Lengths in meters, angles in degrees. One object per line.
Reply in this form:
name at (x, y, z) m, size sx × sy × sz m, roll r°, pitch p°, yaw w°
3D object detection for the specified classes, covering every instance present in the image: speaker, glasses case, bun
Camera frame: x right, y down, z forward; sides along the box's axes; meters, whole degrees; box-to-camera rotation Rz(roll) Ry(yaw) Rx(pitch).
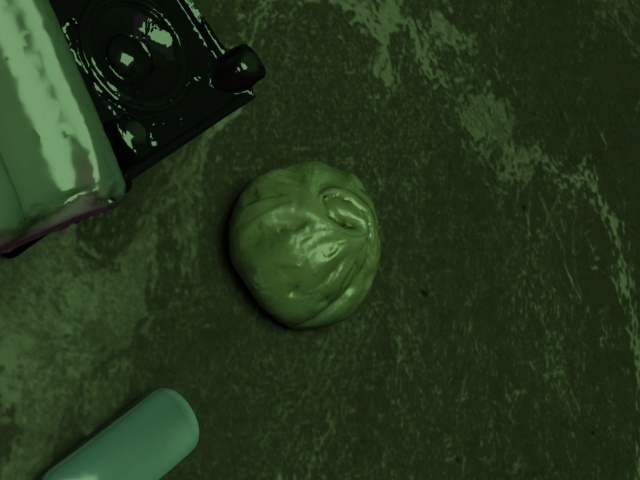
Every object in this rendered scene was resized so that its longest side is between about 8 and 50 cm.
speaker at (-0.220, -0.143, 1.244) m, size 0.184 × 0.254 × 0.232 m, roll -39°, pitch 100°, yaw -42°
glasses case at (-0.179, 0.197, 1.289) m, size 0.178 × 0.045 × 0.067 m, roll -37°, pitch 98°, yaw -41°
bun at (0.000, 0.000, 1.465) m, size 0.183 × 0.102 × 0.183 m, roll 12°, pitch 70°, yaw -35°

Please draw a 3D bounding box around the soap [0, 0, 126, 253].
soap at (-0.387, -0.154, 1.056) m, size 0.435 × 0.350 × 0.213 m, roll 65°, pitch 25°, yaw -1°
